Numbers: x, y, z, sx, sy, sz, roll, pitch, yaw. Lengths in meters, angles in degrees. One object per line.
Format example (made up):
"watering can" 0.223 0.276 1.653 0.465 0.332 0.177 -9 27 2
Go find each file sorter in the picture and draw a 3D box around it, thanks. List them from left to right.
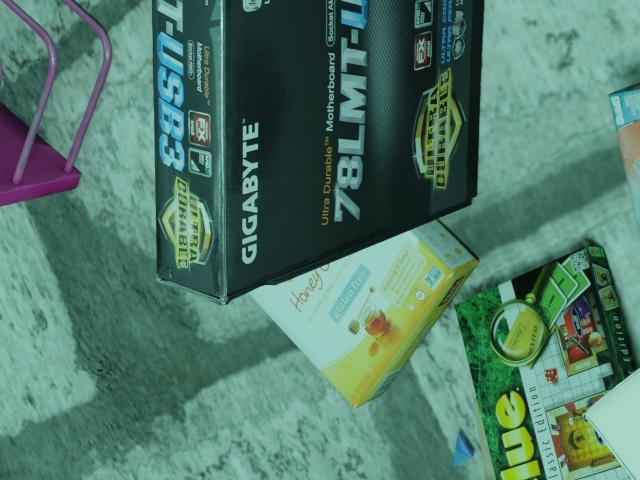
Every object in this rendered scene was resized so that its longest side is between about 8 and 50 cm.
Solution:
"file sorter" -0.371 -0.149 1.223 0.202 0.291 0.182 39 123 23

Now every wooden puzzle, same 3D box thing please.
"wooden puzzle" 0.160 0.163 1.073 0.116 0.014 0.078 7 104 37

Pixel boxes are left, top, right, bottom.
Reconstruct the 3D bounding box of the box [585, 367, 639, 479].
"box" 0.277 0.064 0.768 0.094 0.275 0.113 54 130 12

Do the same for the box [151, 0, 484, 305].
"box" 0.009 -0.136 0.910 0.073 0.293 0.295 15 113 35

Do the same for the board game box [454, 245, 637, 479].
"board game box" 0.184 0.148 0.983 0.136 0.030 0.259 -30 65 43

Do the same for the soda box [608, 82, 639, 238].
"soda box" 0.252 -0.022 0.901 0.058 0.063 0.183 -9 99 41

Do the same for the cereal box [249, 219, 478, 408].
"cereal box" 0.000 0.000 1.126 0.240 0.047 0.173 45 127 19
